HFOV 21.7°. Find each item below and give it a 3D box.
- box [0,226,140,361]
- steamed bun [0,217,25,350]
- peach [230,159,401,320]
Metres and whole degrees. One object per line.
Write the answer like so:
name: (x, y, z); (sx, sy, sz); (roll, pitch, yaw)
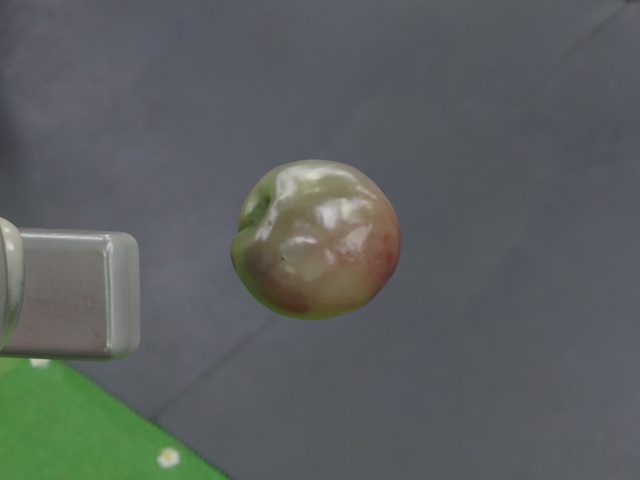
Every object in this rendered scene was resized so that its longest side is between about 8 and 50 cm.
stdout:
box: (-0.262, 0.041, 1.337); (0.244, 0.103, 0.055); (2, 6, 21)
steamed bun: (-0.211, 0.025, 0.766); (0.131, 0.228, 0.177); (14, 57, 12)
peach: (-0.001, 0.001, 0.803); (0.083, 0.083, 0.083); (-6, 45, 6)
